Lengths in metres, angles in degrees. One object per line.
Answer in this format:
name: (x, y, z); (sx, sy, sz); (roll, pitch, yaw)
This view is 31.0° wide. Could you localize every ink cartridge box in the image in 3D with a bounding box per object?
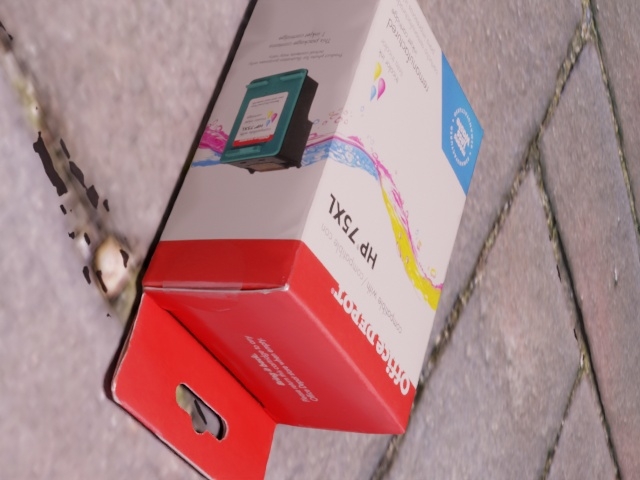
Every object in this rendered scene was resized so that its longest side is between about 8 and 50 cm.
ink cartridge box: (0.000, 0.000, 0.547); (0.134, 0.078, 0.231); (52, 46, -46)
